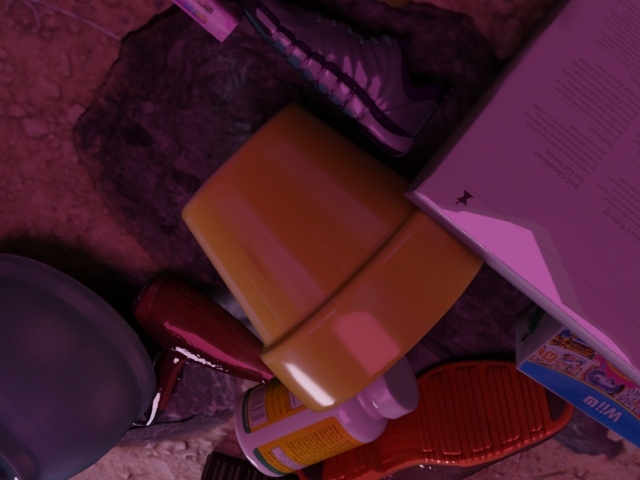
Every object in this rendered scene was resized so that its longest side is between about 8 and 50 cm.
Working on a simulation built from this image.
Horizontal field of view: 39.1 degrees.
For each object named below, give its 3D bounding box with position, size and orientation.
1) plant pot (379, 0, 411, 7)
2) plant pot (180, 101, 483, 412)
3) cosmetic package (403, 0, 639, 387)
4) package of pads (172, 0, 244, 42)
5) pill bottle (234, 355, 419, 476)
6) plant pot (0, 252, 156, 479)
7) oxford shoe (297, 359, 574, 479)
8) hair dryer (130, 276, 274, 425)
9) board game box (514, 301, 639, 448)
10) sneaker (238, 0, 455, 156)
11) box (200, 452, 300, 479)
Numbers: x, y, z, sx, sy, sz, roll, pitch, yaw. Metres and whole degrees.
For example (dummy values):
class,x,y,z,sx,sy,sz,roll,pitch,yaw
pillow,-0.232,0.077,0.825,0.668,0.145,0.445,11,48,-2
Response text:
class,x,y,z,sx,sy,sz,roll,pitch,yaw
plant pot,0.077,-0.255,0.809,0.083,0.083,0.079,25,138,-9
plant pot,0.000,0.000,0.908,0.239,0.254,0.254,46,121,-4
cosmetic package,0.307,-0.034,0.785,0.377,0.097,0.284,39,88,-3
package of pads,-0.114,-0.232,0.866,0.083,0.050,0.032,38,117,-17
pill bottle,0.009,0.200,1.092,0.208,0.118,0.118,-28,116,25
plant pot,-0.373,0.190,1.078,0.293,0.196,0.293,14,135,15
oxford shoe,0.153,0.248,1.139,0.363,0.130,0.133,-20,140,25
hair dryer,-0.181,0.139,1.134,0.293,0.080,0.224,-1,129,28
board game box,0.395,0.079,0.977,0.224,0.097,0.303,33,124,-13
sneaker,0.026,-0.186,0.877,0.223,0.083,0.098,41,94,-17
box,-0.093,0.435,1.264,0.203,0.167,0.169,16,126,-3
